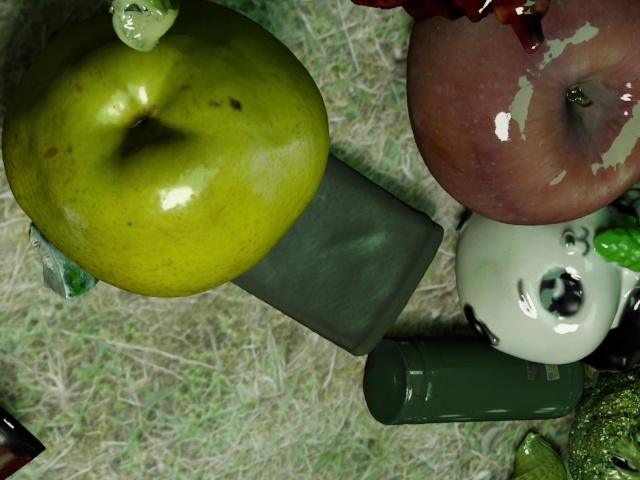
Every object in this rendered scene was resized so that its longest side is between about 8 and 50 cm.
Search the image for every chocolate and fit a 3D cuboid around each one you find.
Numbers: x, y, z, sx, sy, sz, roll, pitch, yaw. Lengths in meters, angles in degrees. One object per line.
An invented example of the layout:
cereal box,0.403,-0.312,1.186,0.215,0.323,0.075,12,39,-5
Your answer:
chocolate,-0.329,0.180,1.774,0.125,0.149,0.080,41,84,2

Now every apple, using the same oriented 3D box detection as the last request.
apple,0.218,-0.167,1.913,0.305,0.235,0.306,-10,113,-25

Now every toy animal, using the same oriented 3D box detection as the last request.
toy animal,0.280,0.031,2.046,0.266,0.212,0.212,9,103,-39

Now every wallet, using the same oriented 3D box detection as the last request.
wallet,0.000,0.000,1.958,0.245,0.052,0.168,33,89,-32

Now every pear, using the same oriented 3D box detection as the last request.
pear,-0.135,-0.083,1.701,0.294,0.294,0.294,-12,114,-28

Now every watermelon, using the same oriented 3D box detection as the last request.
watermelon,-0.250,0.021,1.817,0.085,0.085,0.061,24,124,-36

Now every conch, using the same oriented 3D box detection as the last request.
conch,0.250,0.281,2.222,0.089,0.074,0.121,-5,95,-64

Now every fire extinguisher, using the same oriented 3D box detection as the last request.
fire extinguisher,0.197,0.146,2.109,0.311,0.095,0.114,3,76,-32

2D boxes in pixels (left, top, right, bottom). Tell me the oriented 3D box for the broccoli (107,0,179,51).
broccoli,-0.164,-0.269,1.601,0.145,0.304,0.165,-28,134,12

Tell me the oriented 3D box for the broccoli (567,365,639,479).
broccoli,0.348,0.218,2.209,0.162,0.138,0.146,-36,157,-10

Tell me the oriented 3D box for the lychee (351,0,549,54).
lychee,0.126,-0.376,1.626,0.424,0.500,0.424,-9,148,-6
